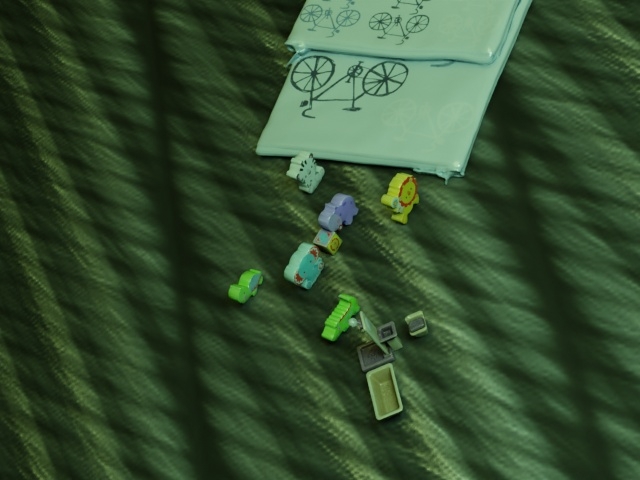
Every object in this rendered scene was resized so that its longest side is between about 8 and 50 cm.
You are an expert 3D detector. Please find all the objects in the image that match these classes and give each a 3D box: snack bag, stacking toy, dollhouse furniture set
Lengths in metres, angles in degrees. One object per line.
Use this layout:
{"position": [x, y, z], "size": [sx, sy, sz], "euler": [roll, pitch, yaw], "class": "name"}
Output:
{"position": [0.090, -0.236, 2.162], "size": [0.323, 0.037, 0.342], "euler": [8, 64, 33], "class": "snack bag"}
{"position": [0.000, 0.000, 2.042], "size": [0.167, 0.052, 0.221], "euler": [17, 70, 37], "class": "stacking toy"}
{"position": [0.076, 0.130, 1.891], "size": [0.091, 0.081, 0.114], "euler": [-24, 51, 14], "class": "dollhouse furniture set"}
